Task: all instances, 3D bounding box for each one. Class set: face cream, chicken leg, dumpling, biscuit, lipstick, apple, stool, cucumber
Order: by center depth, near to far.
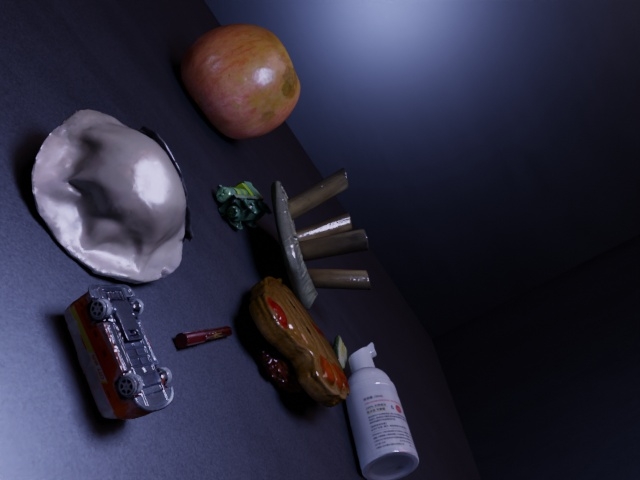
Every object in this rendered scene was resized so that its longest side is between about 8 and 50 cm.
[{"bbox_3d":[-0.300,-0.068,0.778,0.204,0.164,0.292,-86,155,-76],"label":"dumpling"},{"bbox_3d":[-0.203,0.169,0.899,0.027,0.027,0.176,62,12,11],"label":"lipstick"},{"bbox_3d":[-0.069,0.288,1.092,0.219,0.048,0.089,48,20,-40],"label":"chicken leg"},{"bbox_3d":[-0.050,0.218,1.158,0.358,0.074,0.381,54,-1,26],"label":"biscuit"},{"bbox_3d":[0.140,0.437,1.346,0.145,0.146,0.369,50,15,-35],"label":"face cream"},{"bbox_3d":[0.000,0.000,1.407,0.310,0.226,0.310,80,-3,-56],"label":"stool"},{"bbox_3d":[0.051,0.337,1.476,0.107,0.035,0.067,-76,145,-65],"label":"cucumber"},{"bbox_3d":[-0.245,-0.518,1.620,0.363,0.364,0.364,55,13,-20],"label":"apple"}]

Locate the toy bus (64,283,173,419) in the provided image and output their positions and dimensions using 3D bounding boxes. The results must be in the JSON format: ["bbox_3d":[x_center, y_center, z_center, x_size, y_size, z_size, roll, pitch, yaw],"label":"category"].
[{"bbox_3d":[-0.256,0.144,0.632,0.174,0.077,0.079,63,13,13],"label":"toy bus"}]

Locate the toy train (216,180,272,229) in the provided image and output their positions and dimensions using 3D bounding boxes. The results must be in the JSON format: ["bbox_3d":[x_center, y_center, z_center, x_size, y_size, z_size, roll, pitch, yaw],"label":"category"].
[{"bbox_3d":[-0.215,-0.100,1.363,0.132,0.083,0.200,50,11,8],"label":"toy train"}]
